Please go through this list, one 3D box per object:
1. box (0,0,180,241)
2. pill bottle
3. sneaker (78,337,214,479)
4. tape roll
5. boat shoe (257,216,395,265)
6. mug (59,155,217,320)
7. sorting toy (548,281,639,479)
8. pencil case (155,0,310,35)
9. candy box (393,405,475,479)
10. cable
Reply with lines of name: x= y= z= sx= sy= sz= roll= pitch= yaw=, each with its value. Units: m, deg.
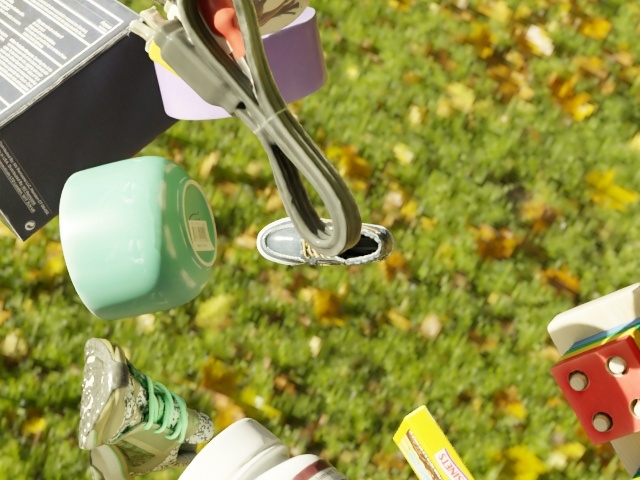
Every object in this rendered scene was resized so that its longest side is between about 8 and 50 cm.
box: x=-0.385 y=-0.199 z=1.892 sx=0.294 sy=0.182 sz=0.296 roll=-40 pitch=45 yaw=-13
pill bottle: x=-0.001 y=0.420 z=1.813 sx=0.392 sy=0.224 sz=0.224 roll=36 pitch=38 yaw=19
sneaker: x=-0.243 y=0.242 z=1.999 sx=0.182 sy=0.410 sz=0.158 roll=-1 pitch=68 yaw=-4
tape roll: x=-0.090 y=-0.201 z=1.569 sx=0.189 sy=0.080 sz=0.189 roll=-10 pitch=21 yaw=4
boat shoe: x=0.000 y=0.000 z=1.809 sx=0.183 sy=0.065 sz=0.083 roll=0 pitch=1 yaw=13
mug: x=-0.143 y=-0.014 z=1.179 sx=0.097 sy=0.129 sz=0.157 roll=-12 pitch=44 yaw=15
sorting toy: x=0.369 y=0.158 z=1.328 sx=0.089 sy=0.255 sz=0.257 roll=-35 pitch=97 yaw=-52
pencil case: x=-0.152 y=-0.315 z=1.255 sx=0.160 sy=0.183 sz=0.410 roll=-3 pitch=-8 yaw=28
candy box: x=0.134 y=0.247 z=1.251 sx=0.027 sy=0.105 sz=0.206 roll=-31 pitch=76 yaw=-10
cable: x=-0.046 y=-0.125 z=1.168 sx=0.287 sy=0.139 sz=0.072 roll=46 pitch=43 yaw=6
